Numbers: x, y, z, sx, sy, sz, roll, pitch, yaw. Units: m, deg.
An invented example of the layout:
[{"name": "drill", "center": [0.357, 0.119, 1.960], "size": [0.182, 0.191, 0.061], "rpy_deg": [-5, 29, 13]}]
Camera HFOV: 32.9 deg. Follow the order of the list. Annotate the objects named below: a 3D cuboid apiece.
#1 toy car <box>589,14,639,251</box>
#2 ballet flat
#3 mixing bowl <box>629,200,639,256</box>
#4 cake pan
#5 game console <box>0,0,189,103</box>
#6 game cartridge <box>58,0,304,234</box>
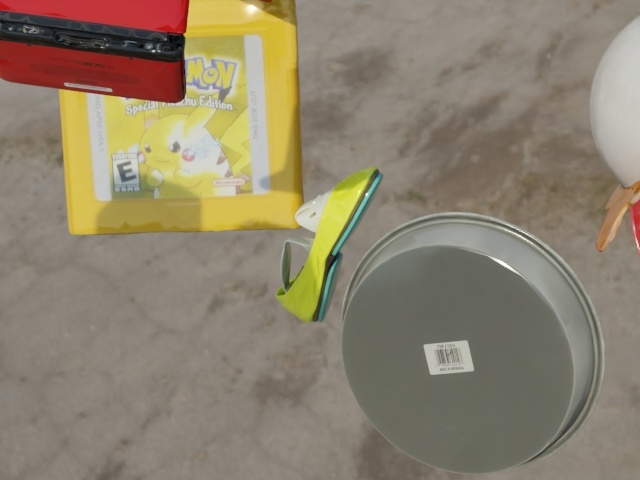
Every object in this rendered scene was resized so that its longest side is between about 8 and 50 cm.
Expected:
[{"name": "toy car", "center": [0.215, -0.090, 0.569], "size": [0.238, 0.219, 0.210], "rpy_deg": [-47, -4, 4]}, {"name": "ballet flat", "center": [0.000, 0.000, 1.252], "size": [0.077, 0.231, 0.077], "rpy_deg": [27, 37, 8]}, {"name": "mixing bowl", "center": [0.411, -0.022, 1.125], "size": [0.098, 0.181, 0.181], "rpy_deg": [-11, 31, -12]}, {"name": "cake pan", "center": [0.146, 0.118, 1.137], "size": [0.293, 0.293, 0.054], "rpy_deg": [7, 18, 24]}, {"name": "game console", "center": [-0.164, -0.167, 0.777], "size": [0.144, 0.124, 0.085], "rpy_deg": [7, 72, -3]}, {"name": "game cartridge", "center": [-0.165, -0.170, 1.268], "size": [0.285, 0.324, 0.053], "rpy_deg": [-2, 12, 2]}]
